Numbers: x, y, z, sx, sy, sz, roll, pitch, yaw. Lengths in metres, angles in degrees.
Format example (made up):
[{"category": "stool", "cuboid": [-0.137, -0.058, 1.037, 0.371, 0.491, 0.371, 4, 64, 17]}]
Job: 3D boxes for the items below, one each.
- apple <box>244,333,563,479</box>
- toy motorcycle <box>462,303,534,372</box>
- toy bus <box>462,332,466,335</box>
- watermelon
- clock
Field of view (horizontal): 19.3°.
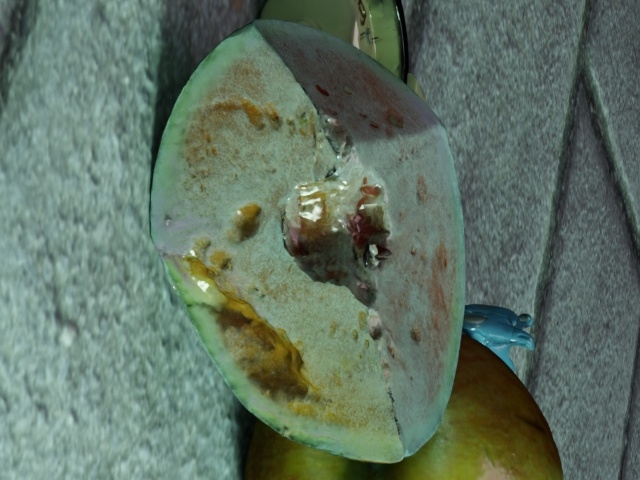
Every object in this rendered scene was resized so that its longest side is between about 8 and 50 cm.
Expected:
[{"category": "apple", "cuboid": [0.066, 0.189, 1.516, 0.264, 0.264, 0.264, 2, 90, -70]}, {"category": "toy motorcycle", "cuboid": [0.171, 0.172, 2.019, 0.272, 0.124, 0.182, 73, 27, -51]}, {"category": "toy bus", "cuboid": [0.078, 0.190, 1.758, 0.121, 0.120, 0.265, -39, 128, -64]}, {"category": "watermelon", "cuboid": [-0.006, 0.001, 1.406, 0.188, 0.175, 0.321, -8, 90, -62]}, {"category": "clock", "cuboid": [0.036, -0.067, 1.651, 0.379, 0.120, 0.276, 64, 31, -43]}]
